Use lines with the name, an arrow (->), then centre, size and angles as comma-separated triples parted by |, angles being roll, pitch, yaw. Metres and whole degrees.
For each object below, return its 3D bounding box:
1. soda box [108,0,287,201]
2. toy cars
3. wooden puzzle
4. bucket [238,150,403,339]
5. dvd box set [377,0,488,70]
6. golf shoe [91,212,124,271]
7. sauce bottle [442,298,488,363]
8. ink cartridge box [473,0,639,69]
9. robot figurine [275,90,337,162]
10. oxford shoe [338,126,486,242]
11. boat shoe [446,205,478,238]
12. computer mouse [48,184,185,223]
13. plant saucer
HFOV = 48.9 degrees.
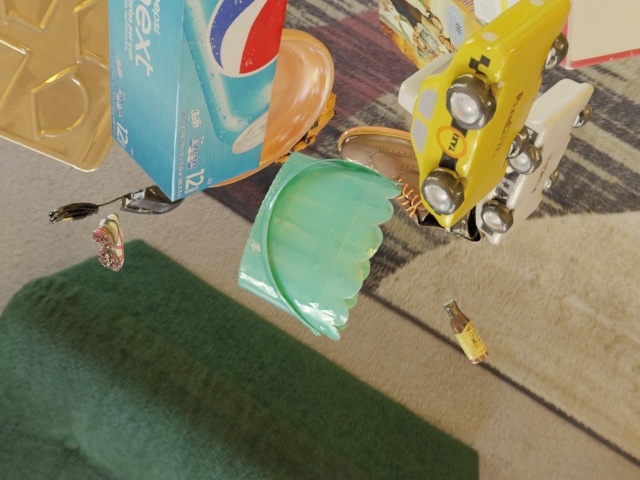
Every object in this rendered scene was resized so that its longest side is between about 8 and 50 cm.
soda box -> -0.064, -0.125, 0.364 | 0.071, 0.067, 0.210 | 44, 142, 26
toy cars -> 0.153, -0.097, 0.626 | 0.087, 0.393, 0.176 | 40, 102, 22
wooden puzzle -> -0.448, -0.314, 1.120 | 0.080, 0.348, 0.322 | 37, 99, 48
bucket -> 0.000, 0.000, 1.125 | 0.183, 0.281, 0.281 | 22, 106, 5
dvd box set -> 0.263, -0.450, 1.517 | 0.062, 0.307, 0.420 | -33, 65, -8
golf shoe -> -0.534, 0.009, 1.823 | 0.067, 0.086, 0.186 | 22, 143, 7
sauce bottle -> 0.276, 0.173, 1.351 | 0.042, 0.042, 0.128 | -29, 95, 17
ink cartridge box -> 0.435, -0.422, 1.124 | 0.279, 0.385, 0.160 | -13, 120, -4
robot figurine -> -0.056, -0.230, 1.397 | 0.211, 0.291, 0.085 | -35, 91, -8
oxford shoe -> 0.196, -0.116, 1.446 | 0.363, 0.133, 0.130 | 25, 138, -1
boat shoe -> 0.198, -0.065, 0.924 | 0.042, 0.049, 0.133 | 25, 124, 34
computer mouse -> -0.270, -0.045, 0.970 | 0.071, 0.242, 0.041 | -14, 95, 35
plant saucer -> -0.077, -0.134, 0.706 | 0.200, 0.200, 0.037 | -45, 68, 18
